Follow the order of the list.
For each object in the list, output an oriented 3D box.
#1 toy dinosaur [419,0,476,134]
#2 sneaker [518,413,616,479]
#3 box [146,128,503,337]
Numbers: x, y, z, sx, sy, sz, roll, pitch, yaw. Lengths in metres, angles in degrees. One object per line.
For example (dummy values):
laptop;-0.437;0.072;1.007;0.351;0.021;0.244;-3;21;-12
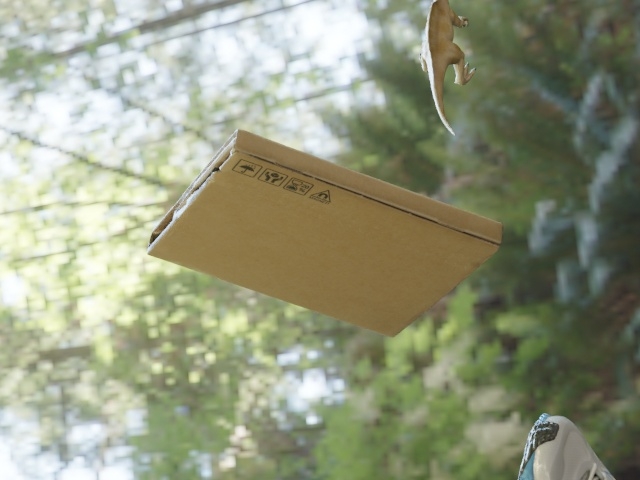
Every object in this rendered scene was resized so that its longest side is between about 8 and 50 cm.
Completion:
toy dinosaur;0.106;-0.171;1.738;0.092;0.053;0.183;46;-134;-70
sneaker;0.195;0.187;1.330;0.071;0.083;0.191;-61;-40;-31
box;0.000;0.000;1.345;0.201;0.164;0.021;19;-123;-19
